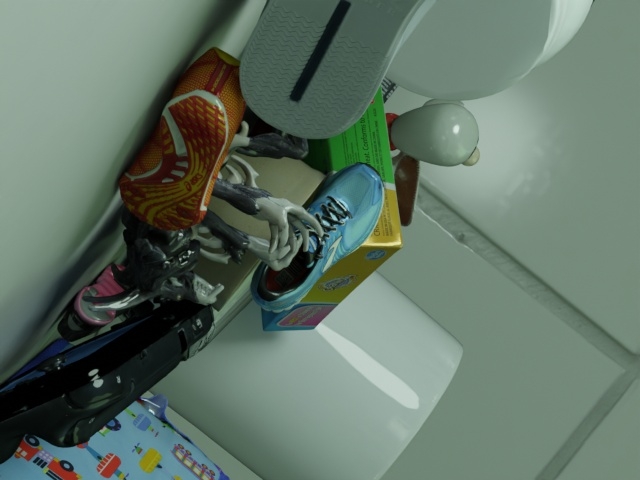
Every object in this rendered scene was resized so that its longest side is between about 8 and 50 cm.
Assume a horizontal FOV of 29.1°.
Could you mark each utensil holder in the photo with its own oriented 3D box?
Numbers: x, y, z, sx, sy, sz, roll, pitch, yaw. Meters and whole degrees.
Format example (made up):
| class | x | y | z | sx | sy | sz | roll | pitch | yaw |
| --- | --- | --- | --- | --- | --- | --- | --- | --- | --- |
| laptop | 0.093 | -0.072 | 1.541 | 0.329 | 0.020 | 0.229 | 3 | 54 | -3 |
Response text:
| class | x | y | z | sx | sy | sz | roll | pitch | yaw |
| --- | --- | --- | --- | --- | --- | --- | --- | --- | --- |
| utensil holder | -0.051 | 0.134 | 1.629 | 0.327 | 0.385 | 0.327 | -52 | -179 | 1 |

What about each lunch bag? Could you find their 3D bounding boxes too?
| class | x | y | z | sx | sy | sz | roll | pitch | yaw |
| --- | --- | --- | --- | --- | --- | --- | --- | --- | --- |
| lunch bag | -0.206 | 0.211 | 1.122 | 0.138 | 0.221 | 0.293 | -51 | -179 | 27 |

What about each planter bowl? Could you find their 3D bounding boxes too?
| class | x | y | z | sx | sy | sz | roll | pitch | yaw |
| --- | --- | --- | --- | --- | --- | --- | --- | --- | --- |
| planter bowl | -0.086 | -0.030 | 1.144 | 0.162 | 0.109 | 0.162 | -51 | 180 | 1 |

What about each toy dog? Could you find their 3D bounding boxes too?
| class | x | y | z | sx | sy | sz | roll | pitch | yaw |
| --- | --- | --- | --- | --- | --- | --- | --- | --- | --- |
| toy dog | 0.081 | -0.103 | 1.528 | 0.220 | 0.161 | 0.333 | -55 | -145 | 5 |

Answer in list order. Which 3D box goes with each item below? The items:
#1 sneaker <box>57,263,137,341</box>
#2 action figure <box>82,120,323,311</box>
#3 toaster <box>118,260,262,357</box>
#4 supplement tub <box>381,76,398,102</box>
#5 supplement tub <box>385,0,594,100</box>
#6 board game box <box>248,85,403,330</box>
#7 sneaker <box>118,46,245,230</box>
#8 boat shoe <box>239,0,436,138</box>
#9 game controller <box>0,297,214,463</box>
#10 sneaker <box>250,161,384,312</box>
| class | x | y | z | sx | sy | sz | roll | pitch | yaw |
| --- | --- | --- | --- | --- | --- | --- | --- | --- | --- |
| sneaker | -0.204 | 0.061 | 1.138 | 0.057 | 0.047 | 0.119 | -45 | 176 | 24 |
| action figure | -0.064 | -0.033 | 0.975 | 0.276 | 0.141 | 0.164 | -54 | -171 | -5 |
| toaster | -0.134 | 0.037 | 1.321 | 0.146 | 0.129 | 0.227 | -48 | -179 | -24 |
| supplement tub | 0.074 | -0.241 | 1.417 | 0.198 | 0.106 | 0.106 | -52 | -179 | 3 |
| supplement tub | 0.138 | -0.242 | 0.968 | 0.191 | 0.191 | 0.272 | -51 | -179 | 40 |
| board game box | -0.007 | -0.057 | 1.316 | 0.316 | 0.064 | 0.242 | 130 | -44 | -65 |
| sneaker | -0.087 | -0.061 | 0.833 | 0.175 | 0.064 | 0.067 | -46 | -165 | 52 |
| boat shoe | 0.045 | -0.200 | 0.689 | 0.335 | 0.121 | 0.119 | -47 | -158 | 46 |
| game controller | -0.188 | 0.102 | 0.944 | 0.166 | 0.067 | 0.319 | -15 | -176 | 11 |
| sneaker | 0.000 | 0.000 | 1.093 | 0.162 | 0.063 | 0.073 | -52 | 178 | 0 |
